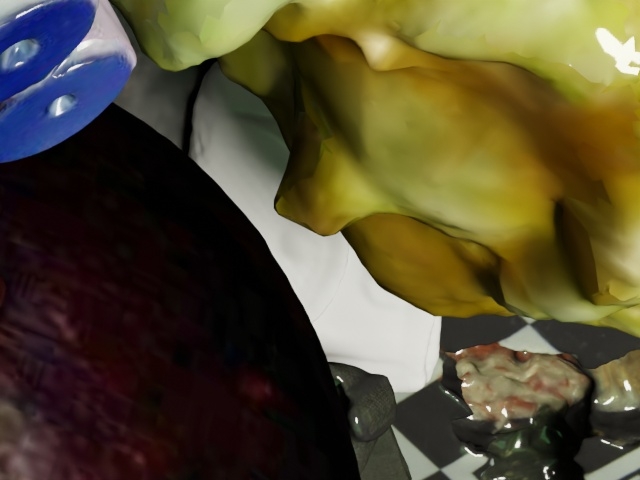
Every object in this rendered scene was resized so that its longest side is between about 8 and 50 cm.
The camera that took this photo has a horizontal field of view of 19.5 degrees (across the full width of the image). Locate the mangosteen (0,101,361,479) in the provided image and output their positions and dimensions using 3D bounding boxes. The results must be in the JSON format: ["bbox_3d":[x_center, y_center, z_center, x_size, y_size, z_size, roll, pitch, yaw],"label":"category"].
[{"bbox_3d":[-0.177,0.127,0.681,0.382,0.382,0.435,-9,143,-17],"label":"mangosteen"}]

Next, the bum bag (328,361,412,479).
[{"bbox_3d":[-0.003,0.150,0.915,0.142,0.080,0.326,-8,137,20],"label":"bum bag"}]

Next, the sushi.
[{"bbox_3d":[0.113,0.079,0.941,0.231,0.047,0.220,15,126,-3],"label":"sushi"}]

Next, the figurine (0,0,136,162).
[{"bbox_3d":[-0.142,-0.158,0.542,0.133,0.274,0.194,-34,141,2],"label":"figurine"}]

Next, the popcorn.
[{"bbox_3d":[0.087,-0.115,0.655,0.274,0.279,0.335,-30,120,8],"label":"popcorn"}]

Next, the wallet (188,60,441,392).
[{"bbox_3d":[0.000,0.000,0.847,0.124,0.032,0.183,4,125,-2],"label":"wallet"}]
